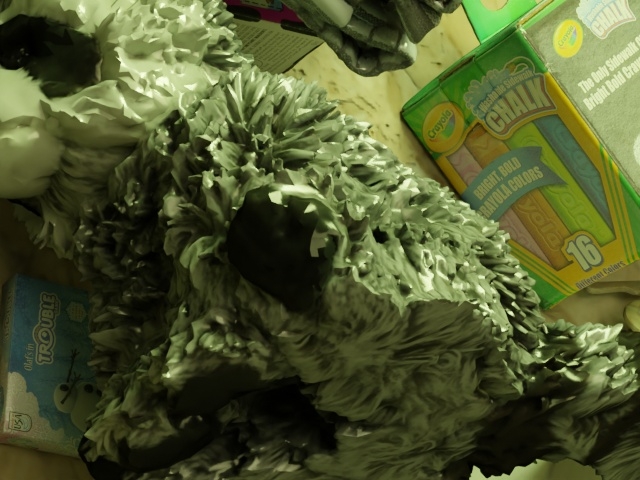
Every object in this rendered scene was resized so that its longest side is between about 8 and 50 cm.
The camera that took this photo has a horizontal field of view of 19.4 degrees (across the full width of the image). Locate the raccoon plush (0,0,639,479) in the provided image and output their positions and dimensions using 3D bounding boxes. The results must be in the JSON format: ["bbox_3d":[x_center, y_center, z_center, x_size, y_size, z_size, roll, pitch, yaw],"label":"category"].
[{"bbox_3d":[0.000,0.000,1.007,0.446,0.216,0.299,22,36,-42],"label":"raccoon plush"}]

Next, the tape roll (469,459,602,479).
[{"bbox_3d":[0.209,0.225,1.112,0.286,0.100,0.286,16,60,-29],"label":"tape roll"}]

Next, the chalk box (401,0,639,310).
[{"bbox_3d":[0.154,-0.089,1.200,0.132,0.132,0.213,-36,91,-40],"label":"chalk box"}]

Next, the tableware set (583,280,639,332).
[{"bbox_3d":[0.277,0.071,1.250,0.194,0.039,0.128,-1,26,-38],"label":"tableware set"}]

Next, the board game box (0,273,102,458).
[{"bbox_3d":[-0.128,0.071,0.994,0.090,0.020,0.090,15,61,-28],"label":"board game box"}]

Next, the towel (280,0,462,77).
[{"bbox_3d":[-0.017,-0.253,1.009,0.284,0.121,0.235,41,32,-27],"label":"towel"}]

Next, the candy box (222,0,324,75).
[{"bbox_3d":[-0.113,-0.195,1.096,0.233,0.071,0.159,10,63,-33],"label":"candy box"}]
